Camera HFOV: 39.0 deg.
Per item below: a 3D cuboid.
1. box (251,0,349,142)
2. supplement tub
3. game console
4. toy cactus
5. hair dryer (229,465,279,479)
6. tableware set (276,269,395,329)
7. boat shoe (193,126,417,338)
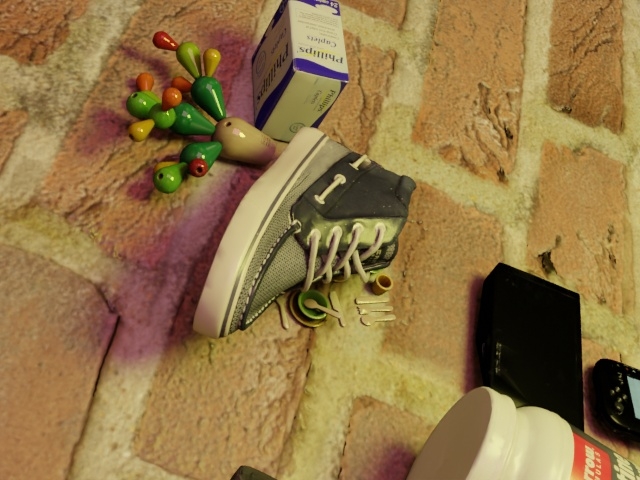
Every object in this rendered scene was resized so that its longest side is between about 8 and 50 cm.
[{"bbox_3d":[-0.029,-0.211,1.112,0.072,0.126,0.137,10,54,-23],"label":"box"},{"bbox_3d":[0.229,0.280,0.861,0.272,0.191,0.191,32,49,-4],"label":"supplement tub"},{"bbox_3d":[0.350,0.172,1.096,0.361,0.044,0.213,21,51,-14],"label":"game console"},{"bbox_3d":[-0.132,-0.141,1.038,0.180,0.112,0.219,20,42,-26],"label":"toy cactus"},{"bbox_3d":[0.018,0.338,0.760,0.293,0.080,0.224,30,39,-26],"label":"hair dryer"},{"bbox_3d":[0.015,0.047,1.023,0.154,0.024,0.104,-1,58,-27],"label":"tableware set"},{"bbox_3d":[0.000,0.000,0.943,0.158,0.127,0.341,23,40,5],"label":"boat shoe"}]
